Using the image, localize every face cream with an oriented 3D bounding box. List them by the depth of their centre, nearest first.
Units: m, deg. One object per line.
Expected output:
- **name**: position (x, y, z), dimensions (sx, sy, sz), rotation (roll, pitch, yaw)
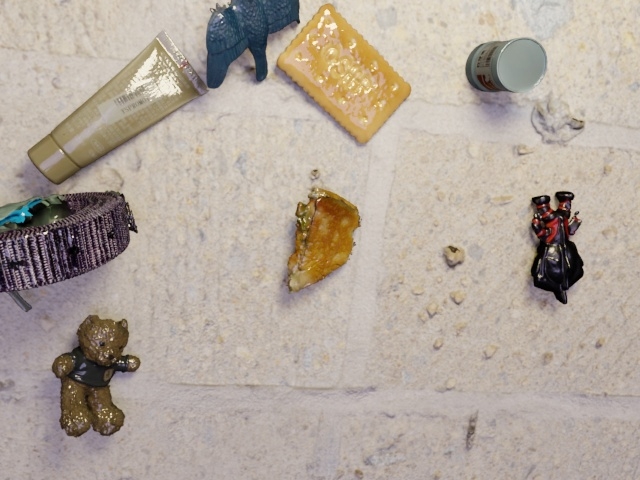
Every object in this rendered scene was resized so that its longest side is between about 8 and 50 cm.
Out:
- **face cream**: position (-0.388, -0.239, 1.095), dimensions (0.341, 0.084, 0.137), rotation (-39, 109, -5)

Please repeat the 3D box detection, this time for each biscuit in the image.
- **biscuit**: position (0.051, -0.325, 1.144), dimensions (0.249, 0.030, 0.160), rotation (41, 96, -19)

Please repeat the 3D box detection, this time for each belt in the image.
- **belt**: position (-0.482, -0.007, 1.014), dimensions (0.260, 0.325, 0.122), rotation (0, 110, 11)

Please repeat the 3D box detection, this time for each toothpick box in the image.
- **toothpick box**: position (0.357, -0.339, 1.125), dimensions (0.101, 0.153, 0.101), rotation (-2, 105, -7)

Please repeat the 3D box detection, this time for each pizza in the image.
- **pizza**: position (0.000, 0.000, 1.218), dimensions (0.147, 0.069, 0.226), rotation (2, 109, -31)

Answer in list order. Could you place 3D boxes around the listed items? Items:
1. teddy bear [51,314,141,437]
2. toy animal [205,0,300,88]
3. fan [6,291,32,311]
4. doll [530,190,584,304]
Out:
- **teddy bear**: position (-0.477, 0.276, 1.197), dimensions (0.129, 0.182, 0.251), rotation (13, 89, 29)
- **toy animal**: position (-0.128, -0.386, 1.026), dimensions (0.239, 0.176, 0.255), rotation (-39, 132, -13)
- **fan**: position (-0.688, 0.014, 1.127), dimensions (0.229, 0.011, 0.335), rotation (-36, 100, 12)
- **doll**: position (0.526, 0.018, 1.289), dimensions (0.127, 0.088, 0.249), rotation (-9, 98, 16)
